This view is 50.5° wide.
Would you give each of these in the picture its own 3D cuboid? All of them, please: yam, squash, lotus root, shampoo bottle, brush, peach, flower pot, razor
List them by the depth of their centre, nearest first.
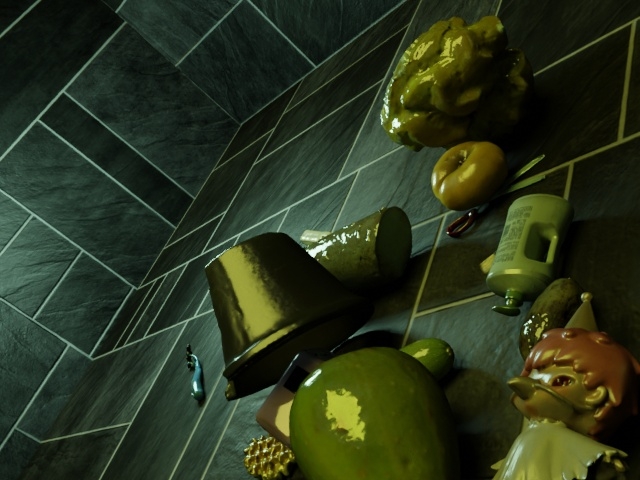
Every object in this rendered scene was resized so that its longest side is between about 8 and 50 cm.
[{"bbox_3d":[0.356,0.130,1.027,0.080,0.089,0.179,-2,49,53],"label":"lotus root"},{"bbox_3d":[0.359,0.032,1.182,0.118,0.087,0.234,-2,49,39],"label":"shampoo bottle"},{"bbox_3d":[0.165,0.235,1.230,0.188,0.095,0.095,-30,28,29],"label":"squash"},{"bbox_3d":[0.375,0.007,1.299,0.170,0.014,0.043,-41,24,16],"label":"brush"},{"bbox_3d":[-0.095,0.137,1.438,0.379,0.251,0.379,-27,-20,-11],"label":"flower pot"},{"bbox_3d":[0.323,-0.144,1.483,0.179,0.103,0.179,-37,26,22],"label":"peach"},{"bbox_3d":[0.082,0.042,1.595,0.304,0.168,0.168,-25,32,44],"label":"yam"},{"bbox_3d":[-0.376,0.402,2.039,0.253,0.042,0.082,-128,38,-67],"label":"razor"}]

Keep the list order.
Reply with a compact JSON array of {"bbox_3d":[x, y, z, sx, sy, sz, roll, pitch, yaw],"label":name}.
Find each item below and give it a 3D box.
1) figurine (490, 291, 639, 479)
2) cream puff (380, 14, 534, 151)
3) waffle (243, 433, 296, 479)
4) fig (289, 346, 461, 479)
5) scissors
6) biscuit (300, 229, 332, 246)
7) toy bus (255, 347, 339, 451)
[{"bbox_3d":[0.310,0.214,0.868,0.387,0.166,0.207,-63,4,-26],"label":"figurine"},{"bbox_3d":[0.337,-0.334,1.576,0.378,0.275,0.378,-39,-18,-15],"label":"cream puff"},{"bbox_3d":[-0.090,0.433,1.435,0.160,0.046,0.192,-57,24,-17],"label":"waffle"},{"bbox_3d":[0.095,0.315,1.035,0.258,0.258,0.326,-46,39,7],"label":"fig"},{"bbox_3d":[0.377,-0.103,1.472,0.248,0.017,0.144,-32,28,34],"label":"scissors"},{"bbox_3d":[0.000,0.000,1.966,0.052,0.056,0.188,-54,23,-14],"label":"biscuit"},{"bbox_3d":[-0.009,0.312,1.308,0.142,0.142,0.202,22,71,45],"label":"toy bus"}]
